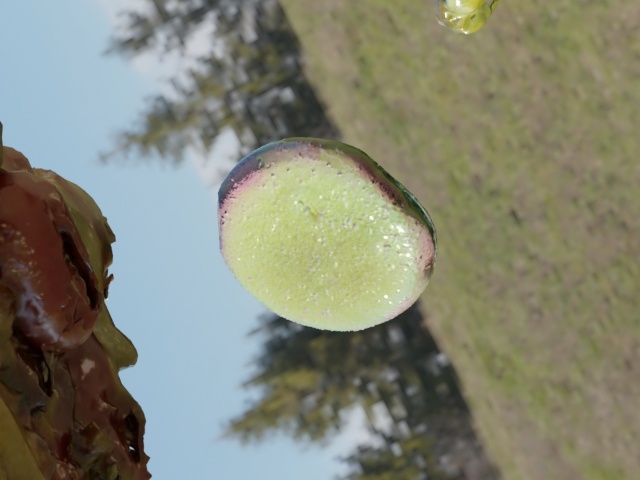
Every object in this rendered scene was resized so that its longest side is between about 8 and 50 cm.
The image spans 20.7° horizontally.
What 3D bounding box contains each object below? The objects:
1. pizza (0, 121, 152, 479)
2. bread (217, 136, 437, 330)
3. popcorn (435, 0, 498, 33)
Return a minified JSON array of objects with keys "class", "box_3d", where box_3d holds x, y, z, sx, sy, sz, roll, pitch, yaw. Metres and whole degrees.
[{"class":"pizza","box_3d":[-0.196,0.034,1.189,0.406,0.130,0.440,-81,-28,-65]},{"class":"bread","box_3d":[0.000,0.000,1.720,0.228,0.228,0.033,61,-148,-22]},{"class":"popcorn","box_3d":[0.109,-0.278,1.341,0.221,0.183,0.204,29,-151,-32]}]
